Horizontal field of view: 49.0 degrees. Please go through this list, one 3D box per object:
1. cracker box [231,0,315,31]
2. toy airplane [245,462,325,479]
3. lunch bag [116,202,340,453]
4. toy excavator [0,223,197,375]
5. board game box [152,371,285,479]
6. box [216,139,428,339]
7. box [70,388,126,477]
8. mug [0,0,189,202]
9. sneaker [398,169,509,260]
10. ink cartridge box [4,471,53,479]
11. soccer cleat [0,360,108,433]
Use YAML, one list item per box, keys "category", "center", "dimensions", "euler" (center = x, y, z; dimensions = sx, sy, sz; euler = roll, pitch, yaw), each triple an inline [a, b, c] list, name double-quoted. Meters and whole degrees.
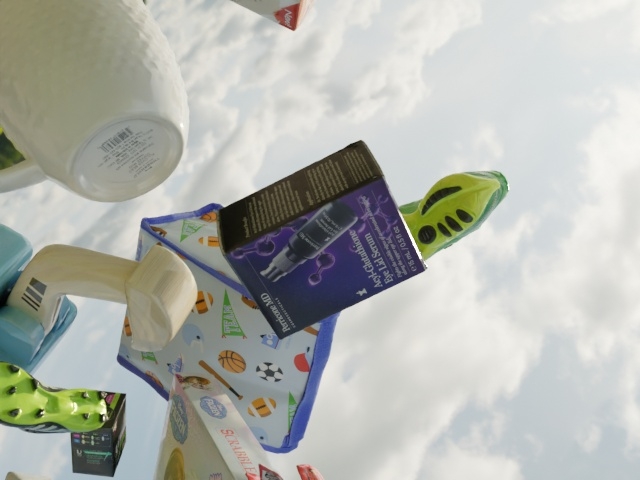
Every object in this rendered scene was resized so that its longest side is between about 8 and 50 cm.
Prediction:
- category: "cracker box"
  center: [-0.109, -0.371, 0.844]
  dimensions: [0.067, 0.232, 0.155]
  euler: [-62, 175, -28]
- category: "toy airplane"
  center: [-0.005, 0.229, 0.588]
  dimensions: [0.028, 0.151, 0.151]
  euler: [-51, -156, -1]
- category: "lunch bag"
  center: [-0.150, 0.161, 1.277]
  dimensions: [0.239, 0.386, 0.327]
  euler: [-21, 134, -49]
- category: "toy excavator"
  center: [-0.435, 0.085, 0.998]
  dimensions: [0.445, 0.433, 0.222]
  euler: [-51, -172, 44]
- category: "board game box"
  center: [-0.159, 0.380, 0.922]
  dimensions: [0.319, 0.066, 0.317]
  euler: [26, -75, 63]
- category: "box"
  center: [0.000, 0.000, 0.856]
  dimensions: [0.207, 0.153, 0.108]
  euler: [-27, -147, 5]
- category: "box"
  center: [-0.265, 0.231, 0.843]
  dimensions: [0.062, 0.052, 0.083]
  euler: [-88, -175, -60]
- category: "mug"
  center: [-0.383, -0.202, 1.022]
  dimensions: [0.374, 0.276, 0.328]
  euler: [-30, -119, -10]
- category: "sneaker"
  center: [0.189, -0.030, 1.099]
  dimensions: [0.124, 0.109, 0.295]
  euler: [-18, 174, -26]
- category: "ink cartridge box"
  center: [-0.222, 0.315, 0.534]
  dimensions: [0.224, 0.045, 0.223]
  euler: [1, -105, 53]
- category: "soccer cleat"
  center: [-0.288, 0.162, 0.685]
  dimensions: [0.072, 0.179, 0.060]
  euler: [-22, -122, 21]
